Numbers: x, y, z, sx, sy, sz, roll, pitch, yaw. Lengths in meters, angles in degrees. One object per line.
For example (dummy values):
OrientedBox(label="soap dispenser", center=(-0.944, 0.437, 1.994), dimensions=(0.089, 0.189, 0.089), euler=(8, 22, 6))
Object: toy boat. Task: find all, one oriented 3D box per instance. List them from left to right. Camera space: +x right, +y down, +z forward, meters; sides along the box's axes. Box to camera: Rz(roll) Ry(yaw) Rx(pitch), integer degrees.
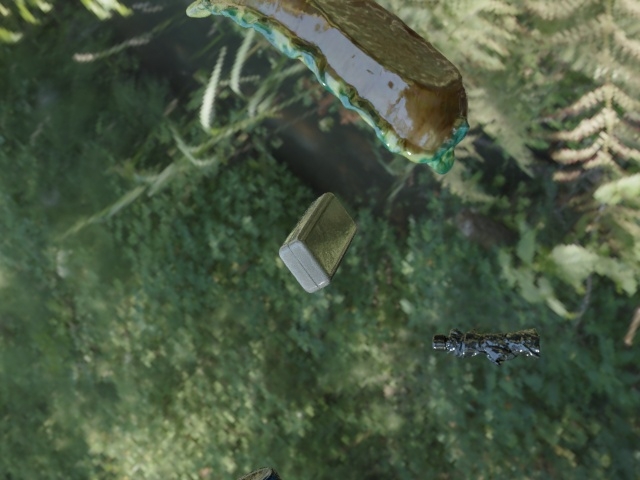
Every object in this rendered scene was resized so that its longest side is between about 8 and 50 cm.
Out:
OrientedBox(label="toy boat", center=(0.003, -0.166, 0.824), dimensions=(0.293, 0.108, 0.099), euler=(35, 131, 19))

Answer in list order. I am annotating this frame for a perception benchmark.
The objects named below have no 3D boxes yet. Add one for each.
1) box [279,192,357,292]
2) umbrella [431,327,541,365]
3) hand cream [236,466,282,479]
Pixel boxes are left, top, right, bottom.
OrientedBox(label="box", center=(0.000, 0.000, 1.782), dimensions=(0.103, 0.055, 0.244), euler=(53, -156, -11))
OrientedBox(label="umbrella", center=(0.345, 0.223, 2.051), dimensions=(0.080, 0.224, 0.071), euler=(-63, -28, -73))
OrientedBox(label="hand cream", center=(-0.037, 0.439, 1.361), dimensions=(0.271, 0.120, 0.061), euler=(61, 180, -16))
